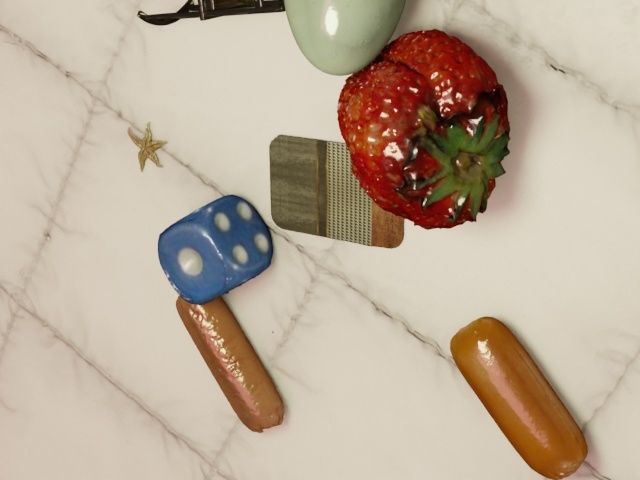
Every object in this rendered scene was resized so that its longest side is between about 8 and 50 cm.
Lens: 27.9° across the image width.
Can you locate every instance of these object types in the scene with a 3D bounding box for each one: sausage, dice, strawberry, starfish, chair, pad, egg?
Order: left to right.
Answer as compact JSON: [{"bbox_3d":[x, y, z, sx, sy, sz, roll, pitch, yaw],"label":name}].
[{"bbox_3d":[-0.307,-0.161,2.254,0.092,0.016,0.086,43,120,6],"label":"starfish"},{"bbox_3d":[-0.174,0.016,2.152,0.143,0.146,0.146,-28,91,36],"label":"dice"},{"bbox_3d":[-0.145,-0.412,2.001,0.260,0.154,0.141,1,105,28],"label":"chair"},{"bbox_3d":[-0.157,0.203,2.236,0.086,0.086,0.289,-32,89,34],"label":"sausage"},{"bbox_3d":[0.011,0.001,2.090,0.250,0.055,0.323,9,92,28],"label":"pad"},{"bbox_3d":[0.036,-0.364,1.864,0.183,0.183,0.264,-5,70,32],"label":"egg"},{"bbox_3d":[0.139,-0.165,1.875,0.288,0.250,0.238,37,156,43],"label":"strawberry"},{"bbox_3d":[0.303,0.240,1.966,0.105,0.105,0.274,-39,84,33],"label":"sausage"}]
